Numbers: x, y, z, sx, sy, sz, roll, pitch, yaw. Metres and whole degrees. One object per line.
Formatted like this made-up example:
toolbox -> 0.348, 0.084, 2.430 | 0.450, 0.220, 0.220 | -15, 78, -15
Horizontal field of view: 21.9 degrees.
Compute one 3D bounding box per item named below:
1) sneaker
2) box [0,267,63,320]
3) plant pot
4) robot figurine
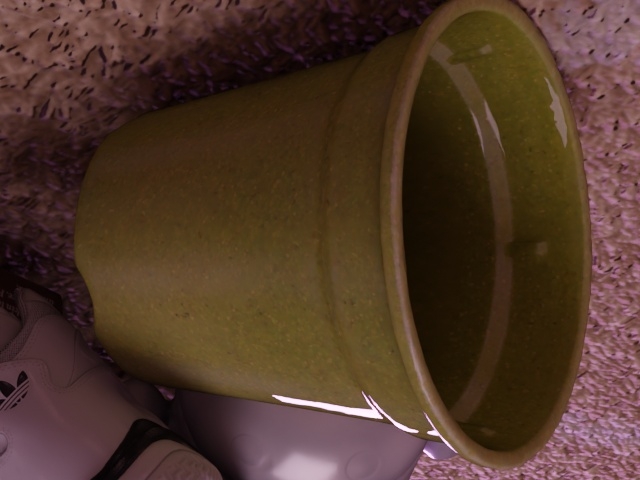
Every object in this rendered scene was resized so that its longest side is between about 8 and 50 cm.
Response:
sneaker -> -0.167, 0.152, 1.141 | 0.137, 0.210, 0.366 | -43, 168, -13
box -> -0.394, 0.138, 1.275 | 0.381, 0.143, 0.191 | -27, 142, 30
plant pot -> 0.000, 0.000, 1.022 | 0.254, 0.276, 0.276 | -4, 154, 31
robot figurine -> -0.018, 0.141, 1.311 | 0.300, 0.199, 0.353 | -5, 153, -11
